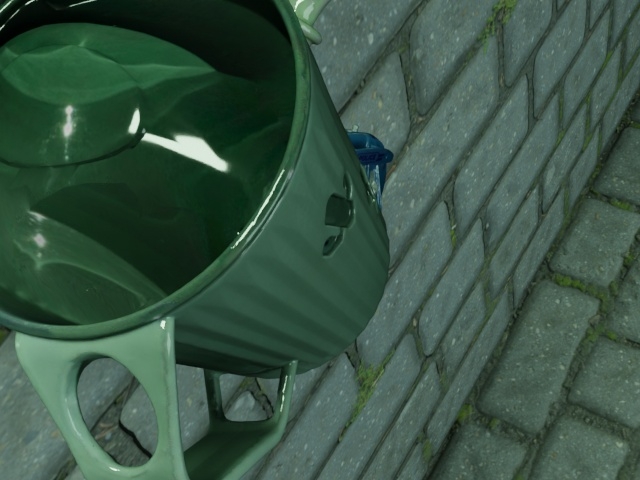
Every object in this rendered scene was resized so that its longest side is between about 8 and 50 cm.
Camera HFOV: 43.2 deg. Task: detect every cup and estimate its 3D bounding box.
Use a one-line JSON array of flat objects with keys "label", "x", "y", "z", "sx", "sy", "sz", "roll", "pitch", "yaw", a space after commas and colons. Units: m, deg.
[{"label": "cup", "x": -0.124, "y": 0.005, "z": 0.716, "sx": 0.401, "sy": 0.310, "sz": 0.392, "roll": -63, "pitch": 155, "yaw": -9}]

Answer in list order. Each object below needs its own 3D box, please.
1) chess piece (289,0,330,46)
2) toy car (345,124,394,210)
[{"label": "chess piece", "x": -0.026, "y": -0.261, "z": 0.915, "sx": 0.272, "sy": 0.139, "sz": 0.139, "roll": -59, "pitch": 153, "yaw": 8}, {"label": "toy car", "x": 0.000, "y": 0.000, "z": 1.080, "sx": 0.198, "sy": 0.165, "sz": 0.315, "roll": -9, "pitch": 118, "yaw": -54}]
